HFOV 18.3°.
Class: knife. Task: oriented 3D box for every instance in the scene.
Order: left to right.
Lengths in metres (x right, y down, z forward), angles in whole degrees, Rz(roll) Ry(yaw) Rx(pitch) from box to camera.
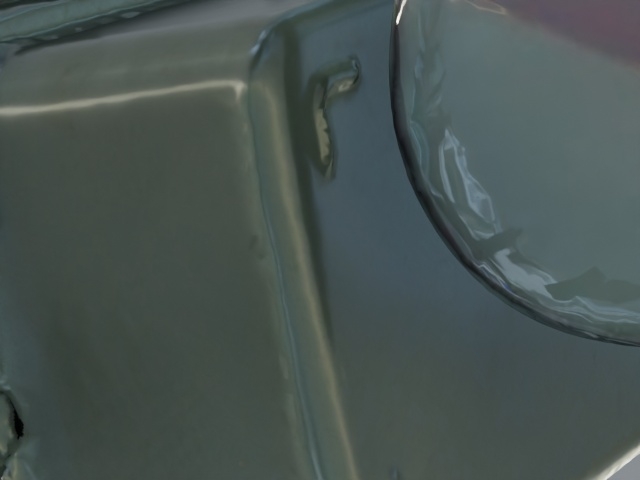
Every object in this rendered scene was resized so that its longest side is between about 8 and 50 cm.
[{"bbox_3d":[0.208,-0.058,0.323,0.038,0.399,0.132,-39,-55,-80],"label":"knife"}]

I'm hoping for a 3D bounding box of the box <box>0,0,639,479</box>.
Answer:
[{"bbox_3d":[0.000,0.000,0.450,0.210,0.129,0.148,-23,-76,-53],"label":"box"}]
